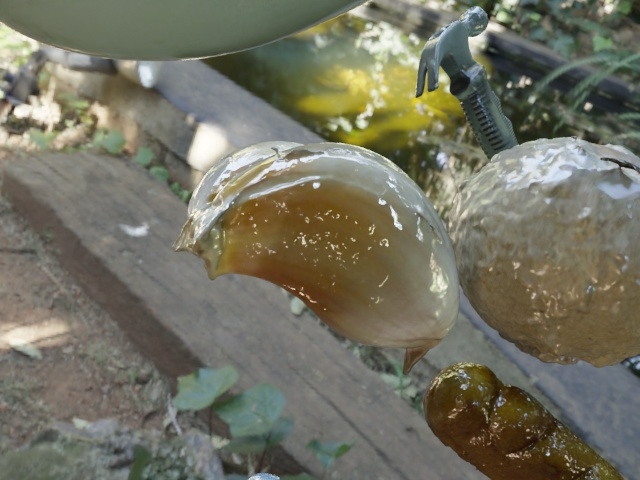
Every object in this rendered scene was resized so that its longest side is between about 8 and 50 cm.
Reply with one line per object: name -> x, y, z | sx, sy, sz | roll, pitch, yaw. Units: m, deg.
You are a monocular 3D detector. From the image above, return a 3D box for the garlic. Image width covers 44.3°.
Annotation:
garlic -> 0.000, 0.000, 0.895 | 0.313, 0.286, 0.249 | 17, 66, -19

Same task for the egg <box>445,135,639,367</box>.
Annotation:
egg -> 0.294, 0.011, 0.914 | 0.310, 0.279, 0.279 | 28, 25, 33

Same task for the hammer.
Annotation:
hammer -> 0.208, -0.171, 1.012 | 0.041, 0.226, 0.159 | -9, 31, 51

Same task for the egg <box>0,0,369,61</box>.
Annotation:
egg -> -0.042, -0.228, 0.432 | 0.370, 0.230, 0.230 | -18, 31, -1

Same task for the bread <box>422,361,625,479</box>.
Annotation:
bread -> 0.267, 0.260, 0.943 | 0.344, 0.124, 0.084 | 36, 52, -11

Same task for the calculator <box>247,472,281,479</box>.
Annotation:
calculator -> -0.079, 0.339, 0.821 | 0.121, 0.210, 0.039 | 48, 18, 18
